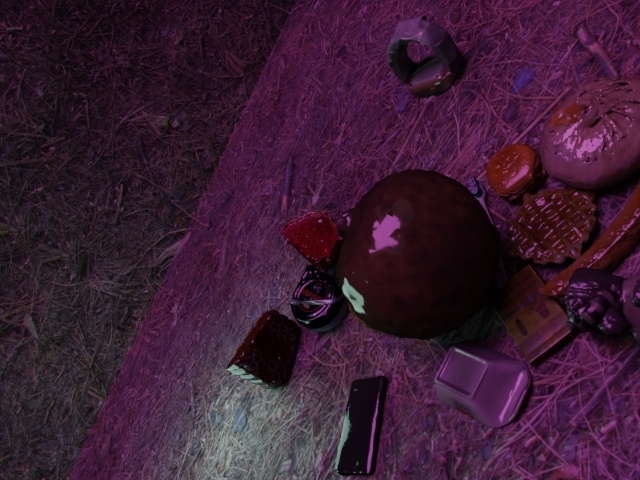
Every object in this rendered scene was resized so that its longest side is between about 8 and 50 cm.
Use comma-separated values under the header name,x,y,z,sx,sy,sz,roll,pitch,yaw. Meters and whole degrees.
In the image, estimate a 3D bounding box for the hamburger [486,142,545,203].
name,x,y,z,sx,sy,sz,roll,pitch,yaw
hamburger,0.482,-0.170,1.560,0.138,0.083,0.147,-38,38,23

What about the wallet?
name,x,y,z,sx,sy,sz,roll,pitch,yaw
wallet,0.102,0.460,1.582,0.124,0.025,0.245,-22,45,45

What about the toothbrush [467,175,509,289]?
name,x,y,z,sx,sy,sz,roll,pitch,yaw
toothbrush,0.419,-0.002,1.547,0.042,0.040,0.418,-35,41,32

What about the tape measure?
name,x,y,z,sx,sy,sz,roll,pitch,yaw
tape measure,-0.001,0.183,1.908,0.182,0.107,0.181,26,81,45

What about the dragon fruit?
name,x,y,z,sx,sy,sz,roll,pitch,yaw
dragon fruit,0.009,0.002,2.074,0.161,0.126,0.274,-50,43,-5

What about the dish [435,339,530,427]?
name,x,y,z,sx,sy,sz,roll,pitch,yaw
dish,0.336,0.297,1.350,0.234,0.064,0.154,16,75,58

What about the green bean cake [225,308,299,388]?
name,x,y,z,sx,sy,sz,roll,pitch,yaw
green bean cake,-0.169,0.326,1.945,0.097,0.198,0.233,-19,43,46

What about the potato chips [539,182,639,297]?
name,x,y,z,sx,sy,sz,roll,pitch,yaw
potato chips,0.600,-0.030,1.258,0.407,0.080,0.057,-54,13,9

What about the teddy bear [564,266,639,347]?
name,x,y,z,sx,sy,sz,roll,pitch,yaw
teddy bear,0.546,0.120,1.115,0.250,0.171,0.144,-1,81,49

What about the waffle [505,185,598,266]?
name,x,y,z,sx,sy,sz,roll,pitch,yaw
waffle,0.513,-0.035,1.409,0.214,0.054,0.208,-4,58,51

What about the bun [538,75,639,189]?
name,x,y,z,sx,sy,sz,roll,pitch,yaw
bun,0.601,-0.251,1.383,0.287,0.146,0.287,-32,33,24

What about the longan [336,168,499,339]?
name,x,y,z,sx,sy,sz,roll,pitch,yaw
longan,0.215,0.034,1.448,0.391,0.391,0.391,-37,36,32

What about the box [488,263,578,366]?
name,x,y,z,sx,sy,sz,roll,pitch,yaw
box,0.447,0.155,1.336,0.121,0.030,0.193,-45,39,21

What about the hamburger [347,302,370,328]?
name,x,y,z,sx,sy,sz,roll,pitch,yaw
hamburger,0.164,0.131,1.729,0.231,0.106,0.231,-31,47,39

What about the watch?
name,x,y,z,sx,sy,sz,roll,pitch,yaw
watch,0.321,-0.599,2.044,0.253,0.241,0.162,-4,60,55
